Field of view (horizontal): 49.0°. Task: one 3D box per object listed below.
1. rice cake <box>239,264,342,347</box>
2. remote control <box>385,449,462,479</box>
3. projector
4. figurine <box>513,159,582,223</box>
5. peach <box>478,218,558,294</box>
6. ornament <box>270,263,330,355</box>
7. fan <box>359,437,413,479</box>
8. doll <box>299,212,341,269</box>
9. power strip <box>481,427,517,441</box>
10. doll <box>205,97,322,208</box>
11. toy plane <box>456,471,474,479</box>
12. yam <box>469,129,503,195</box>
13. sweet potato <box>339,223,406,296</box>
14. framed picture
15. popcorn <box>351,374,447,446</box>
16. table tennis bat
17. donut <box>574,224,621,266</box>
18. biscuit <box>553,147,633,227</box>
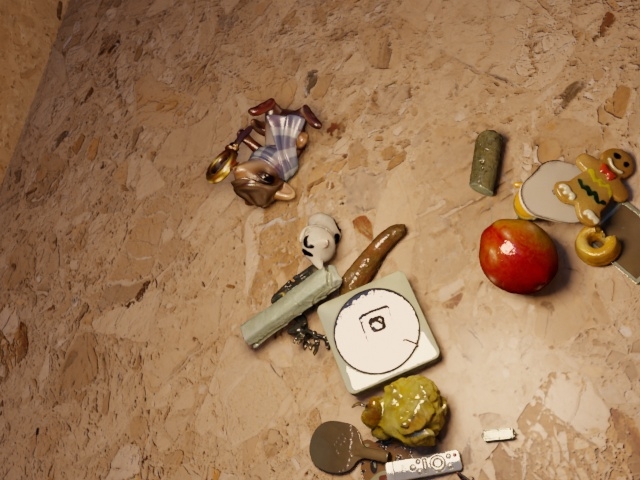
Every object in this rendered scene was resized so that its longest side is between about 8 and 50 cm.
[{"bbox_3d":[-0.082,0.180,1.932,0.336,0.063,0.066,-37,49,18],"label":"rice cake"},{"bbox_3d":[0.249,0.545,1.692,0.184,0.027,0.050,-15,61,13],"label":"remote control"},{"bbox_3d":[0.152,0.244,1.844,0.257,0.079,0.259,-25,64,6],"label":"projector"},{"bbox_3d":[0.593,-0.100,1.787,0.250,0.141,0.166,-1,71,-11],"label":"figurine"},{"bbox_3d":[0.484,0.046,1.710,0.197,0.197,0.197,-12,63,23],"label":"peach"},{"bbox_3d":[-0.016,0.202,1.969,0.202,0.080,0.236,-37,53,12],"label":"ornament"},{"bbox_3d":[0.169,0.592,1.727,0.152,0.008,0.226,-16,60,20],"label":"fan"},{"bbox_3d":[-0.002,-0.003,2.001,0.107,0.110,0.180,10,27,9],"label":"doll"},{"bbox_3d":[0.420,0.456,1.650,0.083,0.017,0.027,-12,63,24],"label":"power strip"},{"bbox_3d":[-0.172,-0.274,2.192,0.318,0.209,0.339,10,75,35],"label":"doll"},{"bbox_3d":[0.374,0.577,1.588,0.130,0.061,0.189,-31,43,-22],"label":"toy plane"},{"bbox_3d":[0.449,-0.210,1.912,0.078,0.078,0.179,3,72,29],"label":"yam"},{"bbox_3d":[0.141,0.055,1.958,0.075,0.075,0.273,34,83,35],"label":"sweet potato"},{"bbox_3d":[0.744,0.001,1.693,0.142,0.011,0.183,-43,55,4],"label":"framed picture"},{"bbox_3d":[0.202,0.409,1.708,0.195,0.173,0.168,-1,80,33],"label":"popcorn"},{"bbox_3d":[0.072,0.534,1.795,0.234,0.022,0.131,1,66,34],"label":"table tennis bat"},{"bbox_3d":[0.665,0.010,1.699,0.097,0.043,0.108,-50,50,-1],"label":"donut"},{"bbox_3d":[0.685,-0.146,1.723,0.158,0.035,0.240,45,70,8],"label":"biscuit"}]
